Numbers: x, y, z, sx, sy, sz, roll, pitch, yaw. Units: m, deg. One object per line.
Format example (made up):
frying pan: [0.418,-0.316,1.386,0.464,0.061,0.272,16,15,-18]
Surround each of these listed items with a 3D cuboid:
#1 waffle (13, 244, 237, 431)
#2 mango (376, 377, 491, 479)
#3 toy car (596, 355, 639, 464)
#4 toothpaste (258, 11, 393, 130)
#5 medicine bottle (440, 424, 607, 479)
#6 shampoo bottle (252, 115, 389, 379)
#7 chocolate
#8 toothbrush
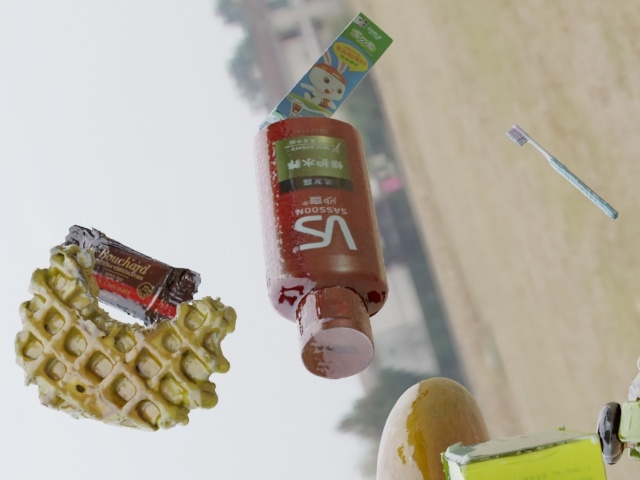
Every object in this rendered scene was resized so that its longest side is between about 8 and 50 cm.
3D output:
waffle: [-0.169,0.082,1.448,0.051,0.194,0.149,46,-126,-73]
mango: [0.131,0.265,1.899,0.175,0.139,0.254,65,-163,-58]
toy car: [0.397,0.176,1.790,0.248,0.200,0.142,51,-131,-75]
toothpaste: [0.009,-0.205,2.225,0.065,0.050,0.266,39,-136,-2]
medicine bottle: [0.201,0.304,1.574,0.137,0.141,0.250,158,101,-80]
shampoo bottle: [0.000,-0.001,1.675,0.314,0.118,0.076,-97,14,-48]
chocolate: [-0.219,0.043,1.876,0.086,0.182,0.028,-63,-21,-19]
toothbrush: [0.224,-0.064,1.589,0.167,0.014,0.011,47,170,45]
